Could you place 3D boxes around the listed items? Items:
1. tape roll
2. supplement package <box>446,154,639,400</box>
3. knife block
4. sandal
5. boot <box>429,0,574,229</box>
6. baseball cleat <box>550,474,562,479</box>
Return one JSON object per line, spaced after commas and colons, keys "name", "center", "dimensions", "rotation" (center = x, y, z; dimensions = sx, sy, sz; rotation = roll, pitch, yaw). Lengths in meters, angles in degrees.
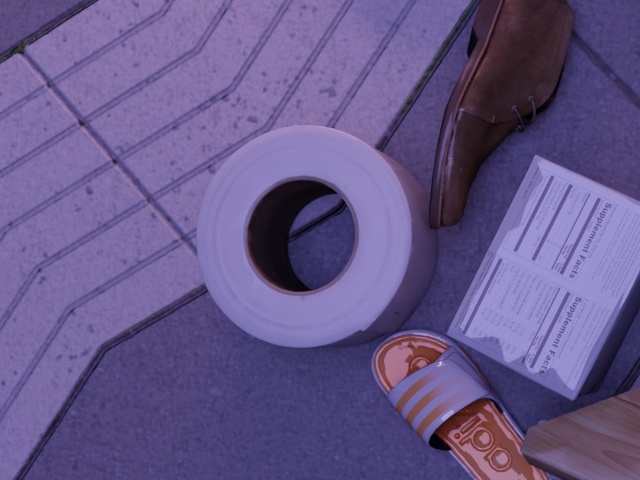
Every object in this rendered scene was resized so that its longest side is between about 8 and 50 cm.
{"name": "tape roll", "center": [0.000, 0.000, 1.701], "dimensions": [0.246, 0.169, 0.246], "rotation": [-1, 85, 15]}
{"name": "supplement package", "center": [0.260, 0.043, 1.581], "dimensions": [0.145, 0.262, 0.204], "rotation": [27, 93, 15]}
{"name": "knife block", "center": [0.373, 0.267, 1.555], "dimensions": [0.276, 0.088, 0.242], "rotation": [-21, 68, 7]}
{"name": "sandal", "center": [0.163, 0.202, 1.692], "dimensions": [0.102, 0.076, 0.265], "rotation": [-46, 77, 7]}
{"name": "boot", "center": [0.199, -0.148, 1.686], "dimensions": [0.115, 0.112, 0.305], "rotation": [19, 82, 4]}
{"name": "baseball cleat", "center": [0.352, 0.248, 1.643], "dimensions": [0.206, 0.072, 0.109], "rotation": [18, 91, 14]}
